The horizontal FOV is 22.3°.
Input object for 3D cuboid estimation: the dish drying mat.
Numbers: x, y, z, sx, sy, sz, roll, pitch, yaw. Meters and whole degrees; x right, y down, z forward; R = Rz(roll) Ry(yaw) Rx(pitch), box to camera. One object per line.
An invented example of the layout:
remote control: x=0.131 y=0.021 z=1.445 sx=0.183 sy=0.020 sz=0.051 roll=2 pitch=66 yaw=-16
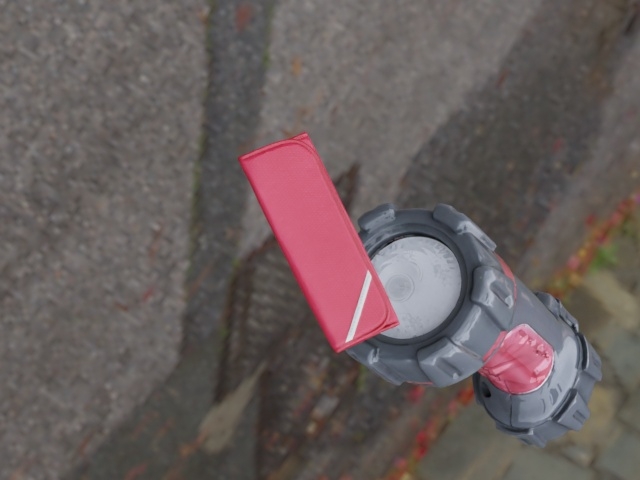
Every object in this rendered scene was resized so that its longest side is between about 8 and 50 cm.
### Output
dish drying mat: x=0.000 y=0.000 z=0.617 sx=0.032 sy=0.083 sz=0.008 roll=-23 pitch=173 yaw=-25

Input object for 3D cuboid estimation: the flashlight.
flashlight: x=0.102 y=0.067 z=1.007 sx=0.103 sy=0.103 sz=0.304 roll=-32 pitch=152 yaw=10
